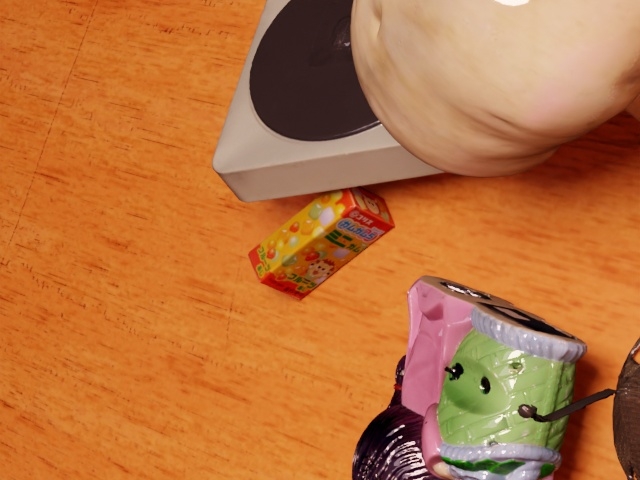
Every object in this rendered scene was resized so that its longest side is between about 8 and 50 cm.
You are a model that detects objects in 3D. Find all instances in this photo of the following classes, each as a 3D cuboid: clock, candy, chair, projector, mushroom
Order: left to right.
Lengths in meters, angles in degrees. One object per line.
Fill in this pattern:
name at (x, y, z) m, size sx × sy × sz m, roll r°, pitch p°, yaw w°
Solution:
candy at (0.000, 0.000, 1.503) m, size 0.122 × 0.062 × 0.038 m, roll -38°, pitch 52°, yaw 22°
projector at (0.052, -0.157, 1.486) m, size 0.259 × 0.079 × 0.257 m, roll -8°, pitch 51°, yaw 33°
clock at (0.109, 0.141, 1.302) m, size 0.194 × 0.100 × 0.195 m, roll 31°, pitch 104°, yaw 58°
mushroom at (0.171, -0.177, 1.197) m, size 0.353 × 0.325 × 0.353 m, roll 12°, pitch 108°, yaw 40°
chair at (0.256, 0.138, 1.200) m, size 0.174 × 0.149 × 0.213 m, roll 8°, pitch 34°, yaw 46°
